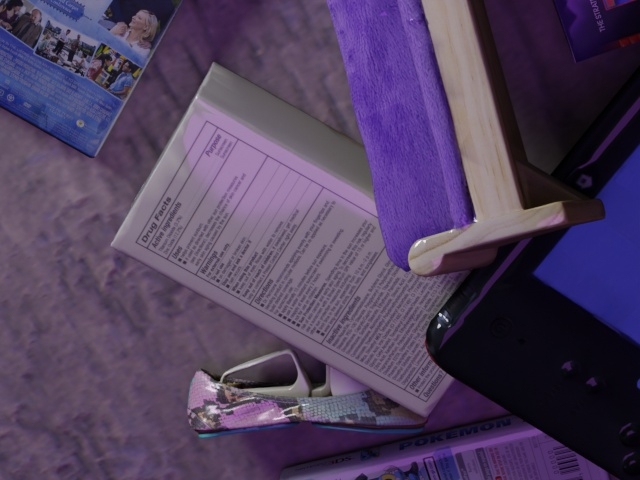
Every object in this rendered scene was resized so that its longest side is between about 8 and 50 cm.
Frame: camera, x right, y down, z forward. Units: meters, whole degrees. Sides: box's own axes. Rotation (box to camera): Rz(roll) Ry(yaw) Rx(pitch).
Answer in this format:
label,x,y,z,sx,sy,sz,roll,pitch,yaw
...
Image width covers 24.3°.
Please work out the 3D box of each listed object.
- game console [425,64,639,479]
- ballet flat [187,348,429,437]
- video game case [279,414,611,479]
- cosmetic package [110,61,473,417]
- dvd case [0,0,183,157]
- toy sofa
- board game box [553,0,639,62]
label,x,y,z,sx,sy,sz,roll,pitch,yaw
game console,0.324,0.027,1.196,0.342,0.060,0.386,31,107,-22
ballet flat,-0.013,0.138,1.349,0.222,0.077,0.079,-2,93,6
video game case,0.151,0.329,1.431,0.300,0.036,0.329,-15,112,10
cosmetic package,0.000,0.000,1.262,0.309,0.113,0.160,31,112,-8
dvd case,-0.211,-0.212,1.231,0.180,0.022,0.253,30,116,-7
toy sofa,0.071,-0.156,1.094,0.177,0.150,0.362,-15,87,20
board game box,0.240,-0.244,1.172,0.141,0.048,0.170,-19,110,11
